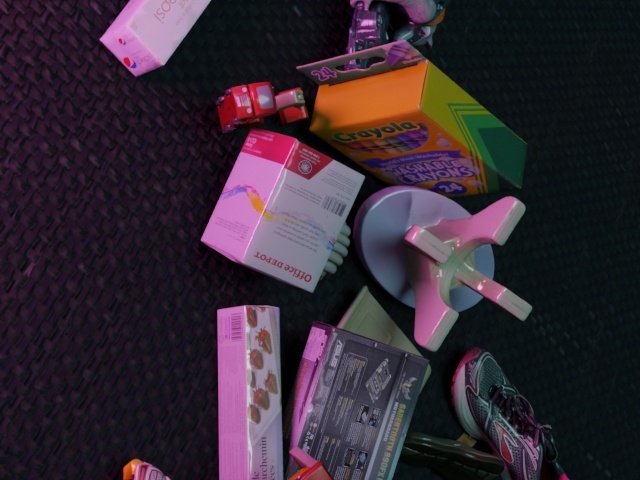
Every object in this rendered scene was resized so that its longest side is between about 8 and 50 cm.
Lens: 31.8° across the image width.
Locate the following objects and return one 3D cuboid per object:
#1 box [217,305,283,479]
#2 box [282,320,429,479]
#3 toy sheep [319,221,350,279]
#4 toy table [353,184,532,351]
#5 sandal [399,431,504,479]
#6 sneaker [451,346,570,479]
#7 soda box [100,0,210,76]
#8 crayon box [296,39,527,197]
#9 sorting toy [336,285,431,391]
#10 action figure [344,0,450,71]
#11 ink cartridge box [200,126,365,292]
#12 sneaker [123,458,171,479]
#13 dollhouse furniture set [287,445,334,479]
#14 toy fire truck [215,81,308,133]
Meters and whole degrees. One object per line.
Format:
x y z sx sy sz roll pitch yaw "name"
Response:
-0.093 0.248 1.494 0.063 0.067 0.324 6 77 -42 "box"
0.039 0.248 1.573 0.183 0.056 0.231 21 85 -34 "box"
0.000 0.000 1.610 0.091 0.091 0.132 26 84 -36 "toy sheep"
0.193 0.032 1.683 0.274 0.161 0.252 20 96 -31 "toy table"
0.202 0.328 1.747 0.219 0.090 0.060 23 45 -30 "sandal"
0.313 0.300 1.818 0.121 0.112 0.299 -41 109 -39 "sneaker"
-0.199 -0.322 1.500 0.074 0.069 0.216 46 55 -26 "soda box"
0.132 -0.162 1.650 0.323 0.203 0.083 31 62 -42 "crayon box"
0.069 0.202 1.672 0.208 0.038 0.193 53 53 -27 "sorting toy"
0.134 -0.392 1.681 0.330 0.178 0.341 79 20 -60 "action figure"
-0.052 -0.041 1.507 0.128 0.127 0.176 26 88 -35 "ink cartridge box"
-0.265 0.351 1.324 0.093 0.088 0.225 47 52 -1 "sneaker"
-0.093 0.449 1.314 0.374 0.152 0.201 -37 108 -14 "dollhouse furniture set"
-0.072 -0.185 1.543 0.135 0.192 0.047 -13 90 -14 "toy fire truck"
